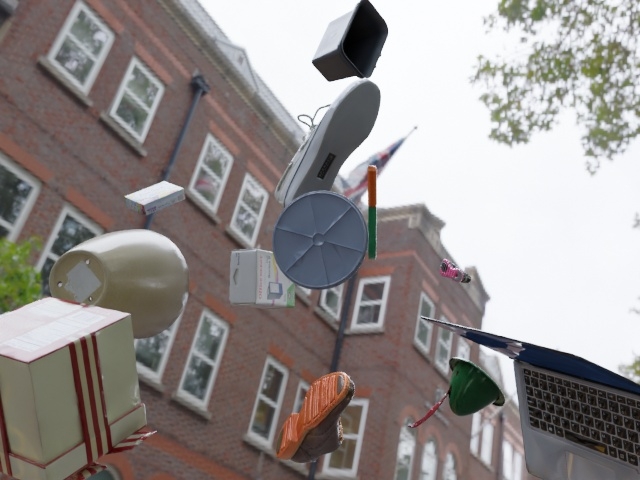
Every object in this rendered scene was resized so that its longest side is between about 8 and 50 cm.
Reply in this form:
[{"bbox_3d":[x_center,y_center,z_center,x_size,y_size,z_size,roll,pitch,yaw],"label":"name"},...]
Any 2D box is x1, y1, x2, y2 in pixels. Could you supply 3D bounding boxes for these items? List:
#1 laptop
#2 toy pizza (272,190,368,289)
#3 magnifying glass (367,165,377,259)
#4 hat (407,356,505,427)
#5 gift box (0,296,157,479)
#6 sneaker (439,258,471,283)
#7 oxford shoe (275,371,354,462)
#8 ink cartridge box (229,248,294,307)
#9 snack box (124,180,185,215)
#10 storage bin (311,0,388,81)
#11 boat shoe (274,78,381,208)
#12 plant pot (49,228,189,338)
[{"bbox_3d":[0.408,0.326,1.250,0.236,0.408,0.382,-14,10,-27],"label":"laptop"},{"bbox_3d":[0.000,0.000,1.420,0.201,0.202,0.032,4,-7,16],"label":"toy pizza"},{"bbox_3d":[0.118,-0.061,1.618,0.026,0.092,0.231,2,-59,4],"label":"magnifying glass"},{"bbox_3d":[0.340,0.422,1.775,0.173,0.183,0.209,36,-20,27],"label":"hat"},{"bbox_3d":[-0.447,0.260,1.223,0.255,0.276,0.258,9,-72,34],"label":"gift box"},{"bbox_3d":[0.377,0.090,1.963,0.057,0.047,0.119,14,15,-26],"label":"sneaker"},{"bbox_3d":[0.013,0.465,1.833,0.132,0.130,0.364,23,-48,-14],"label":"oxford shoe"},{"bbox_3d":[-0.162,0.112,2.000,0.093,0.155,0.212,-5,-11,29],"label":"ink cartridge box"},{"bbox_3d":[-0.475,-0.123,2.028,0.100,0.141,0.037,20,-55,39],"label":"snack box"},{"bbox_3d":[0.050,-0.337,1.231,0.091,0.135,0.098,-7,-38,44],"label":"storage bin"},{"bbox_3d":[0.001,-0.235,1.697,0.135,0.367,0.156,22,10,-43],"label":"boat shoe"},{"bbox_3d":[-0.450,0.090,1.515,0.256,0.257,0.274,8,-4,10],"label":"plant pot"}]
